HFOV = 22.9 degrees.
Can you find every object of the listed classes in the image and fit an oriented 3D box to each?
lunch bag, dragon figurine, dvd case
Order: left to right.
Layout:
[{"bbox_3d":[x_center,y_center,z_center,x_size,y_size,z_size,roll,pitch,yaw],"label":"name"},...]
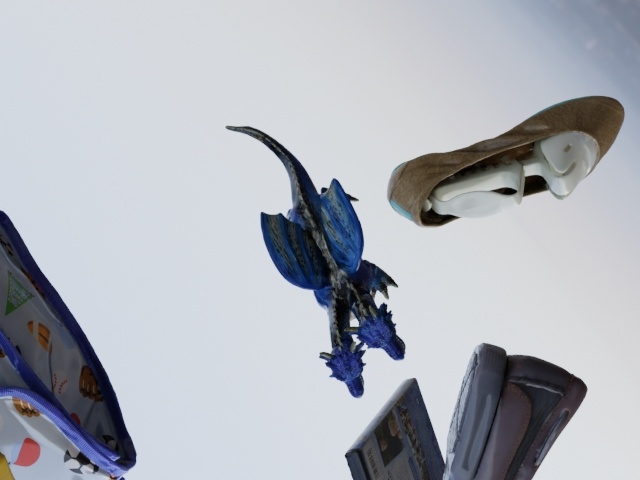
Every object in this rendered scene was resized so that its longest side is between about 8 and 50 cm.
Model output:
[{"bbox_3d":[-0.439,0.204,1.892,0.385,0.328,0.239,55,-163,9],"label":"lunch bag"},{"bbox_3d":[0.000,0.000,1.423,0.289,0.085,0.144,65,-174,8],"label":"dragon figurine"},{"bbox_3d":[0.102,0.289,1.901,0.180,0.022,0.253,72,-158,-9],"label":"dvd case"}]

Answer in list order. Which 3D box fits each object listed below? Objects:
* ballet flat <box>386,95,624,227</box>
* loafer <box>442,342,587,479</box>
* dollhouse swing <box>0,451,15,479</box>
[{"bbox_3d":[0.258,-0.091,2.086,0.124,0.342,0.116,-113,9,-54],"label":"ballet flat"},{"bbox_3d":[0.133,0.230,1.258,0.095,0.302,0.109,12,-160,0],"label":"loafer"},{"bbox_3d":[-0.414,0.309,1.561,0.347,0.315,0.305,24,165,37],"label":"dollhouse swing"}]
